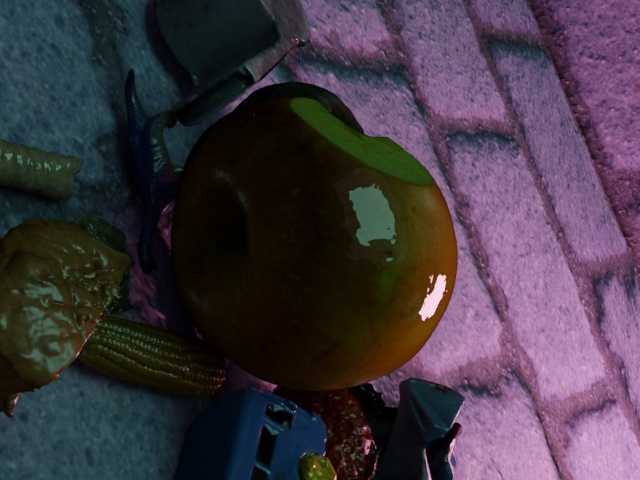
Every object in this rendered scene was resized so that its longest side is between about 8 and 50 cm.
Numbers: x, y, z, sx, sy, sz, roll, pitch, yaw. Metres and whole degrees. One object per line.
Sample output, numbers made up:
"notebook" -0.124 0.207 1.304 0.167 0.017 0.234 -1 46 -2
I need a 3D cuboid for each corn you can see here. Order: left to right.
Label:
"corn" -0.211 0.142 1.462 0.231 0.080 0.080 22 50 -45

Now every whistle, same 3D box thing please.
"whistle" -0.126 -0.289 1.774 0.188 0.168 0.405 43 28 -40

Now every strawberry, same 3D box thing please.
"strawberry" -0.008 0.256 1.614 0.098 0.174 0.228 4 59 -35

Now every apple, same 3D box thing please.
"apple" 0.000 0.000 1.531 0.374 0.374 0.384 20 50 -51

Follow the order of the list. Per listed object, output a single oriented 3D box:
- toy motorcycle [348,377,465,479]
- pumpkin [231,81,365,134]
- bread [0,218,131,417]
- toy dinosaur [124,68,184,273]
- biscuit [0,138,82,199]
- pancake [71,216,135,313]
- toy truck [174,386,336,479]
"toy motorcycle" 0.147 0.367 1.697 0.416 0.232 0.172 65 19 -1
"pumpkin" -0.026 -0.092 1.792 0.300 0.207 0.300 31 52 -50
"bread" -0.318 0.069 1.296 0.139 0.143 0.229 42 32 -15
"toy dinosaur" -0.241 -0.097 1.596 0.188 0.075 0.248 -43 112 -56
"biscuit" -0.369 -0.093 1.400 0.055 0.061 0.219 29 7 35
"pancake" -0.277 0.027 1.491 0.116 0.022 0.130 30 45 -41
"toy truck" -0.095 0.355 1.405 0.162 0.161 0.385 38 39 -24
